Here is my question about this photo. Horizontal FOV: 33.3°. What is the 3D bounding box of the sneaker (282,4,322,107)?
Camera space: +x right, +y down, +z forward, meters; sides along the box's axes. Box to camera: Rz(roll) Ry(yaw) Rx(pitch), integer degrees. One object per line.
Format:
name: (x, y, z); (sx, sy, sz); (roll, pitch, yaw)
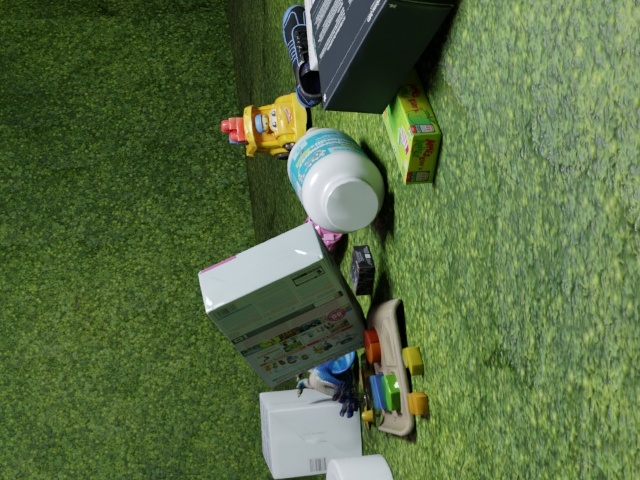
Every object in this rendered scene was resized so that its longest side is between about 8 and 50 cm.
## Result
sneaker: (-0.029, -0.410, 2.350); (0.090, 0.081, 0.232); (172, 87, -78)

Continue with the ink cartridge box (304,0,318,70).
ink cartridge box: (0.034, -0.400, 1.900); (0.219, 0.092, 0.160); (158, 108, -80)

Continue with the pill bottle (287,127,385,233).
pill bottle: (0.030, -0.102, 1.899); (0.264, 0.146, 0.146); (-119, 26, -67)

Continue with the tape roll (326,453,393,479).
tape roll: (0.082, 0.553, 2.033); (0.286, 0.100, 0.286); (175, 90, -81)

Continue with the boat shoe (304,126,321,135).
boat shoe: (0.011, -0.148, 2.289); (0.072, 0.068, 0.190); (-151, 47, -65)

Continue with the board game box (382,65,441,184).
board game box: (0.129, -0.176, 1.570); (0.092, 0.043, 0.181); (96, 166, -44)

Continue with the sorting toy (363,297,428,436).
sorting toy: (0.119, 0.216, 1.819); (0.307, 0.041, 0.229); (141, 125, -79)

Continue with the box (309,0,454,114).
box: (0.077, -0.324, 1.499); (0.261, 0.103, 0.184); (125, 144, -58)

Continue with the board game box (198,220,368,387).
board game box: (-0.056, 0.125, 1.938); (0.303, 0.224, 0.097); (60, -172, -50)

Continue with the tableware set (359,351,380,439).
tableware set: (0.092, 0.284, 1.991); (0.154, 0.024, 0.104); (-86, -15, -52)

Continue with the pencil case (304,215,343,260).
pencil case: (0.000, 0.000, 2.305); (0.209, 0.095, 0.098); (110, 168, -65)

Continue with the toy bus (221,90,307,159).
toy bus: (-0.138, -0.284, 2.658); (0.220, 0.211, 0.149); (148, 119, -78)

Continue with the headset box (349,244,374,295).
headset box: (0.078, 0.060, 2.028); (0.062, 0.032, 0.083); (-104, 15, -45)

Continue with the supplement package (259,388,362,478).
supplement package: (-0.024, 0.412, 2.317); (0.203, 0.194, 0.149); (-165, 72, -81)

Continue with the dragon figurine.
dragon figurine: (0.031, 0.265, 2.247); (0.289, 0.144, 0.085); (-72, -16, -58)
